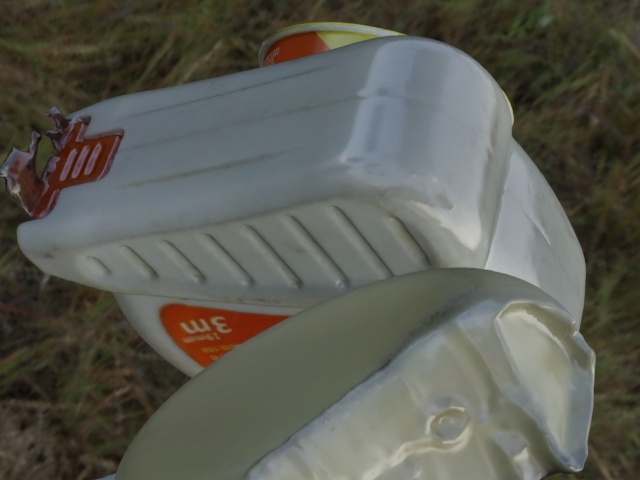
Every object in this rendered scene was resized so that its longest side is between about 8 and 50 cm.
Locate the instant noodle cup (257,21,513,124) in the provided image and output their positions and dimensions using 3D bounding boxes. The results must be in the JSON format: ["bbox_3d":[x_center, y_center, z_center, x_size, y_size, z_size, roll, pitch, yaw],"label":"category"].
[{"bbox_3d":[0.027,-0.042,1.058,0.213,0.213,0.174,25,71,-24],"label":"instant noodle cup"}]

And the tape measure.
[{"bbox_3d":[0.000,0.000,0.775,0.265,0.258,0.130,50,42,-41],"label":"tape measure"}]

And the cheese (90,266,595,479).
[{"bbox_3d":[-0.024,0.079,0.517,0.163,0.249,0.071,-42,109,-35],"label":"cheese"}]
